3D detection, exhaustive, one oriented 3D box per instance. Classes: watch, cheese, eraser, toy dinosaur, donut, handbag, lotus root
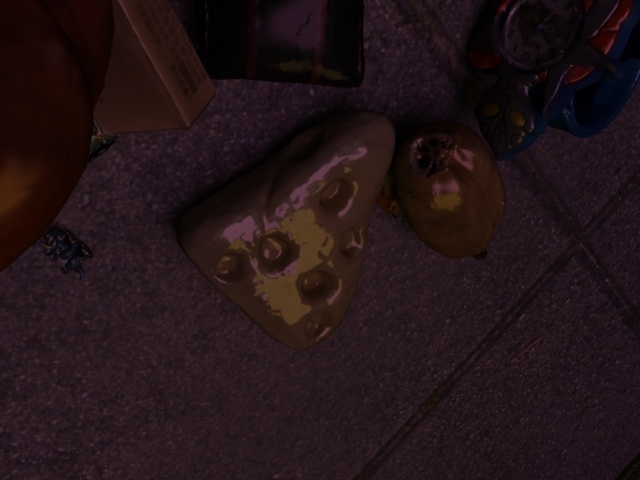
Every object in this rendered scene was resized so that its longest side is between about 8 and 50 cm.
[{"bbox_3d":[0.392,-0.260,1.124,0.274,0.241,0.305,-2,119,-46],"label":"watch"},{"bbox_3d":[0.000,0.000,1.083,0.351,0.129,0.328,-35,128,-7],"label":"cheese"},{"bbox_3d":[-0.250,-0.269,0.752,0.343,0.144,0.078,63,39,-38],"label":"eraser"},{"bbox_3d":[-0.340,0.018,0.949,0.047,0.030,0.083,-41,129,-3],"label":"toy dinosaur"},{"bbox_3d":[0.111,-0.081,1.149,0.083,0.067,0.038,46,65,-7],"label":"donut"},{"bbox_3d":[-0.046,-0.283,0.867,0.215,0.155,0.169,1,116,-12],"label":"handbag"},{"bbox_3d":[0.219,-0.066,1.162,0.169,0.151,0.342,-57,148,-11],"label":"lotus root"}]

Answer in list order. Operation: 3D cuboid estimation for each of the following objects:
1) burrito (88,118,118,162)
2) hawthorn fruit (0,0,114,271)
[{"bbox_3d":[-0.385,-0.088,0.843,0.288,0.054,0.104,-33,129,-11],"label":"burrito"},{"bbox_3d":[-0.402,-0.129,0.561,0.472,0.472,0.471,-15,124,-24],"label":"hawthorn fruit"}]
